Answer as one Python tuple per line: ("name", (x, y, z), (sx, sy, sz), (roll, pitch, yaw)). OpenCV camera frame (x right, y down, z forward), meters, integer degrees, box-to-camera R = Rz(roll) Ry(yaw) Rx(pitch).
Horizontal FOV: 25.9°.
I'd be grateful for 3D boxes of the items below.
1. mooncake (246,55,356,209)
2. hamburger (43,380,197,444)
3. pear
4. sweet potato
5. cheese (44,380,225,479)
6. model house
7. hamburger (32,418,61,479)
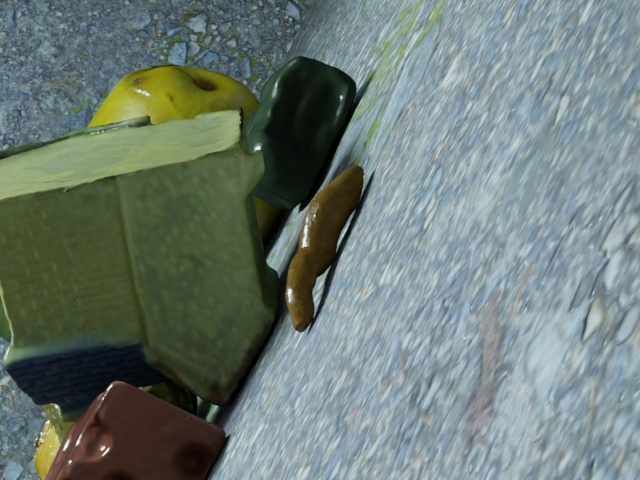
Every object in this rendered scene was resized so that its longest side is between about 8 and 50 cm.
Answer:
("mooncake", (-0.030, -0.123, 1.595), (0.168, 0.104, 0.175), (-51, 15, 33))
("hamburger", (-0.223, 0.171, 1.547), (0.130, 0.206, 0.183), (-12, -26, -49))
("pear", (-0.189, -0.059, 1.785), (0.336, 0.284, 0.285), (-63, 7, 8))
("sweet potato", (-0.001, 0.002, 1.159), (0.044, 0.044, 0.179), (-53, 11, 54))
("cheese", (-0.191, 0.252, 1.271), (0.203, 0.128, 0.177), (-42, 23, 59))
("model house", (-0.190, 0.028, 1.395), (0.261, 0.321, 0.266), (-95, -8, -76))
("hamburger", (-0.261, 0.230, 1.700), (0.213, 0.108, 0.214), (-35, 38, 34))
